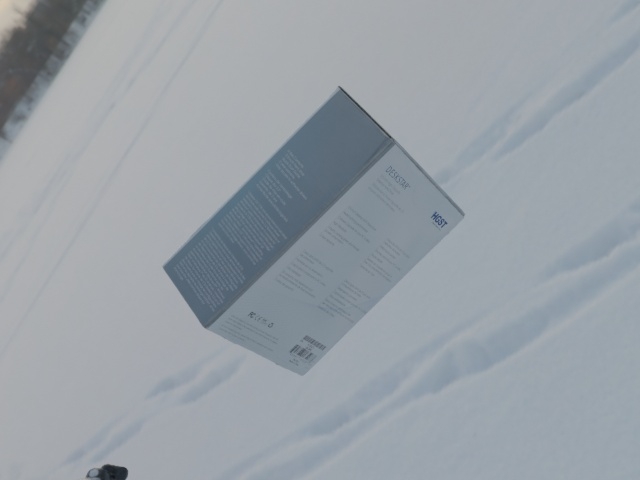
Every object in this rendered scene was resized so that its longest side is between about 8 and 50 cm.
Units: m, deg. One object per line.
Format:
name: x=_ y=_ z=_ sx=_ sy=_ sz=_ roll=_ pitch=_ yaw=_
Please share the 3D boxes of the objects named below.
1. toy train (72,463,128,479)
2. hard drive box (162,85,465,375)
toy train: x=-0.129 y=0.295 z=0.706 sx=0.142 sy=0.334 sz=0.190 roll=-3 pitch=56 yaw=17
hard drive box: x=0.000 y=0.000 z=0.910 sx=0.232 sy=0.181 sz=0.089 roll=-44 pitch=55 yaw=6
